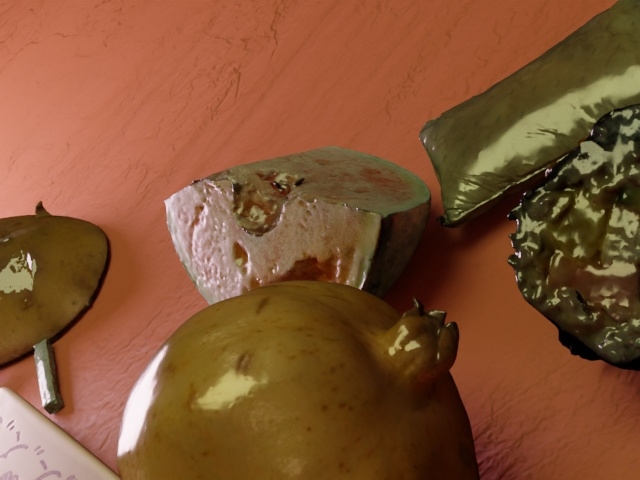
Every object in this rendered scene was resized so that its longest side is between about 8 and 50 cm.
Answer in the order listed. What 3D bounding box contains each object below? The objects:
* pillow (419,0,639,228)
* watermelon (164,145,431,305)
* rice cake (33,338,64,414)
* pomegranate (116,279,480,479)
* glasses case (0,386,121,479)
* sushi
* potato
[{"bbox_3d":[0.235,-0.138,1.827,0.302,0.075,0.185,-32,35,14],"label":"pillow"},{"bbox_3d":[-0.001,0.006,1.872,0.322,0.188,0.175,21,114,45],"label":"watermelon"},{"bbox_3d":[-0.329,0.163,2.107,0.022,0.021,0.121,-32,39,8],"label":"rice cake"},{"bbox_3d":[-0.007,0.179,1.520,0.342,0.342,0.342,-26,39,23],"label":"pomegranate"},{"bbox_3d":[-0.305,0.280,1.915,0.144,0.076,0.336,-51,36,-11],"label":"glasses case"},{"bbox_3d":[0.291,0.004,1.545,0.238,0.219,0.225,-21,81,8],"label":"sushi"},{"bbox_3d":[-0.414,0.042,2.243,0.299,0.116,0.239,-14,40,32],"label":"potato"}]
